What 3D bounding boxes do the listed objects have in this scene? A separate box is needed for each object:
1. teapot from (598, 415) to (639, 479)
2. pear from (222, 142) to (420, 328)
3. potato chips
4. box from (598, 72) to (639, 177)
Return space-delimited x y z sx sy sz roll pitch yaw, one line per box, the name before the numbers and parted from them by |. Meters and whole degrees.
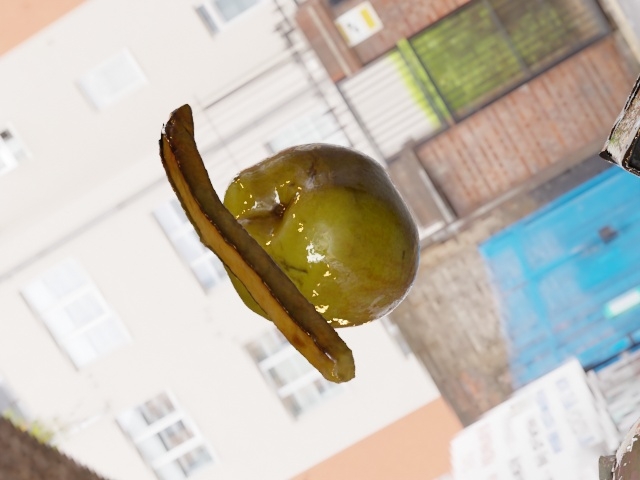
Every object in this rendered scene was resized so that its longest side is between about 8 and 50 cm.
teapot | 0.369 0.229 1.256 0.178 0.221 0.163 124 151 -57
pear | 0.000 0.000 1.328 0.200 0.200 0.200 56 -169 -18
potato chips | -0.044 0.002 0.793 0.204 0.037 0.026 54 151 26
box | 0.453 -0.107 1.188 0.345 0.251 0.204 25 -171 4
